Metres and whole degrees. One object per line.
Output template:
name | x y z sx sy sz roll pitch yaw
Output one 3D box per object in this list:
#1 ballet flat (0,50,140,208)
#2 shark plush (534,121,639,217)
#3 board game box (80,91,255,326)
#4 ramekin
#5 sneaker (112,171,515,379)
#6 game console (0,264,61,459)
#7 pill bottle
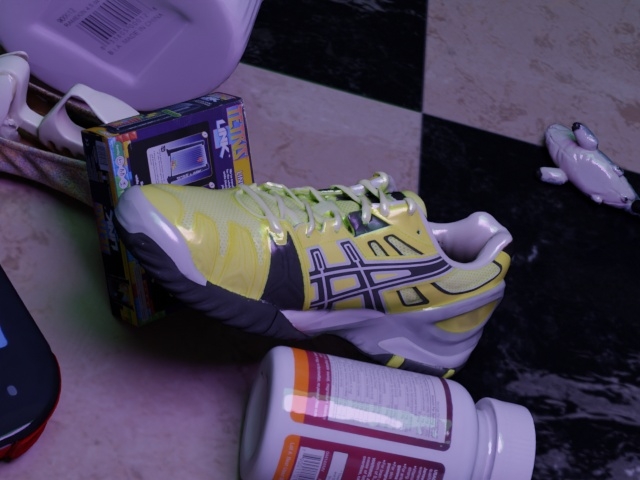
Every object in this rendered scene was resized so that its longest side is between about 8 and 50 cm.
ballet flat | -0.252 -0.110 1.327 0.316 0.106 0.107 20 43 -3
shark plush | 0.305 -0.072 1.553 0.161 0.073 0.067 29 16 11
board game box | -0.124 -0.029 1.270 0.141 0.170 0.048 -20 23 -35
ramekin | -0.183 -0.246 1.369 0.277 0.277 0.135 15 55 -8
sneaker | 0.000 0.000 1.223 0.384 0.147 0.145 15 23 -40
game console | -0.424 0.053 1.150 0.342 0.060 0.386 -18 58 -33
pill bottle | 0.054 0.164 1.196 0.221 0.121 0.121 13 47 -11
